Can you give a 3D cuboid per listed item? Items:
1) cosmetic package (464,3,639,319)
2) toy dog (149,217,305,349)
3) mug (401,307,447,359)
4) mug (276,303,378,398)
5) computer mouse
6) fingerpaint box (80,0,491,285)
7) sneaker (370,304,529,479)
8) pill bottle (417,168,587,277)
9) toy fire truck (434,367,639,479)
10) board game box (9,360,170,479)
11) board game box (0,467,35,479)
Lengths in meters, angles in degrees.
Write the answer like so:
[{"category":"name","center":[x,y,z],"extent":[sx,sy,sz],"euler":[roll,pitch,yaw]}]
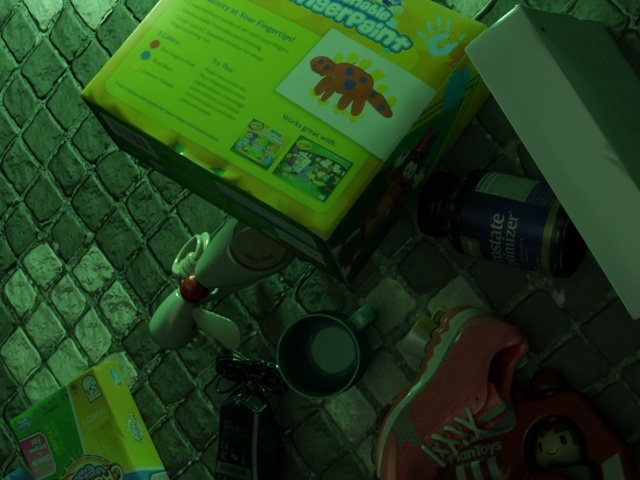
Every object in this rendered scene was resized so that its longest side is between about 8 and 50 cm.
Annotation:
[{"category":"cosmetic package","center":[0.361,-0.104,1.415],"extent":[0.097,0.284,0.377],"euler":[-36,76,28]},{"category":"toy dog","center":[-0.115,0.058,1.778],"extent":[0.161,0.220,0.333],"euler":[33,140,-16]},{"category":"mug","center":[0.165,0.145,1.685],"extent":[0.064,0.062,0.078],"euler":[33,117,16]},{"category":"mug","center":[0.022,0.168,1.744],"extent":[0.158,0.097,0.129],"euler":[-9,88,16]},{"category":"computer mouse","center":[-0.103,0.318,1.847],"extent":[0.188,0.072,0.272],"euler":[8,93,49]},{"category":"fingerpaint box","center":[-0.041,-0.209,1.621],"extent":[0.445,0.163,0.371],"euler":[30,75,25]},{"category":"sneaker","center":[0.179,0.231,1.568],"extent":[0.136,0.116,0.314],"euler":[11,66,44]},{"category":"pill bottle","center":[0.250,-0.030,1.582],"extent":[0.219,0.123,0.123],"euler":[14,101,29]},{"category":"toy fire truck","center":[0.279,0.313,1.586],"extent":[0.302,0.169,0.254],"euler":[-25,62,31]},{"category":"board game box","center":[-0.392,0.407,2.034],"extent":[0.242,0.064,0.316],"euler":[-33,78,29]},{"category":"board game box","center":[-0.550,0.498,2.156],"extent":[0.168,0.033,0.133],"euler":[-35,82,33]}]
